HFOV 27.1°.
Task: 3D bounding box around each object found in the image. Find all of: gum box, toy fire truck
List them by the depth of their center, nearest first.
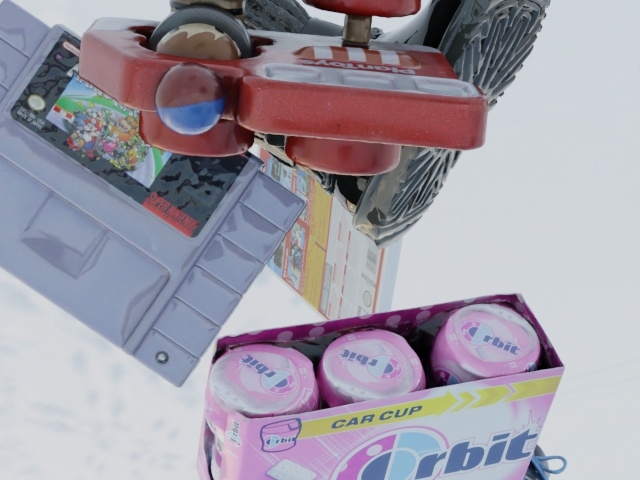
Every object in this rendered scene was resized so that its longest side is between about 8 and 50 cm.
[{"bbox_3d":[0.024,0.097,0.715,0.188,0.062,0.107,-7,134,-20],"label":"gum box"},{"bbox_3d":[-0.035,-0.130,1.022,0.302,0.169,0.254,6,-164,-5],"label":"toy fire truck"}]

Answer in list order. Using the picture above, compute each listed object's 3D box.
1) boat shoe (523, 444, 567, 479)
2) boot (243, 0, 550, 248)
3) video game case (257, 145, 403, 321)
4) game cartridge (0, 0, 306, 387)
[{"bbox_3d":[0.197,0.242,1.426,0.089,0.109,0.258,-52,-175,-5],"label":"boat shoe"},{"bbox_3d":[0.036,-0.187,1.247,0.131,0.260,0.348,-22,149,-52],"label":"boot"},{"bbox_3d":[0.000,0.000,1.723,0.025,0.285,0.204,-18,131,-32],"label":"video game case"},{"bbox_3d":[-0.217,-0.049,1.286,0.230,0.355,0.068,-56,180,3],"label":"game cartridge"}]
